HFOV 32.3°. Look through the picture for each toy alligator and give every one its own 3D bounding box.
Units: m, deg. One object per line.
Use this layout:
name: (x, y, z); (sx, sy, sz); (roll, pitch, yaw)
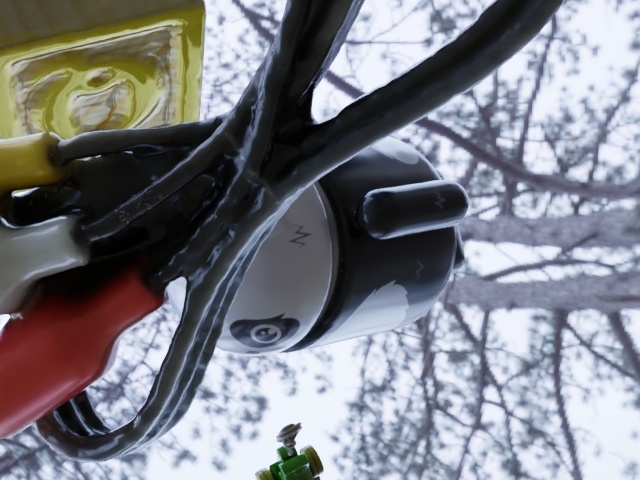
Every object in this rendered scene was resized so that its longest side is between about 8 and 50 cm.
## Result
toy alligator: (-0.021, 0.210, 0.963); (0.056, 0.190, 0.051); (-25, -112, -16)

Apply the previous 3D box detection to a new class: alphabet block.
alphabet block: (-0.226, -0.188, 0.964); (0.193, 0.192, 0.197); (-19, -117, -18)

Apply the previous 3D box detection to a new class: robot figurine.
robot figurine: (-0.001, 0.003, 0.897); (0.278, 0.173, 0.209); (-7, -48, -47)

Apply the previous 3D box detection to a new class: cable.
cable: (-0.041, -0.009, 0.334); (0.139, 0.287, 0.072); (63, -151, -5)
